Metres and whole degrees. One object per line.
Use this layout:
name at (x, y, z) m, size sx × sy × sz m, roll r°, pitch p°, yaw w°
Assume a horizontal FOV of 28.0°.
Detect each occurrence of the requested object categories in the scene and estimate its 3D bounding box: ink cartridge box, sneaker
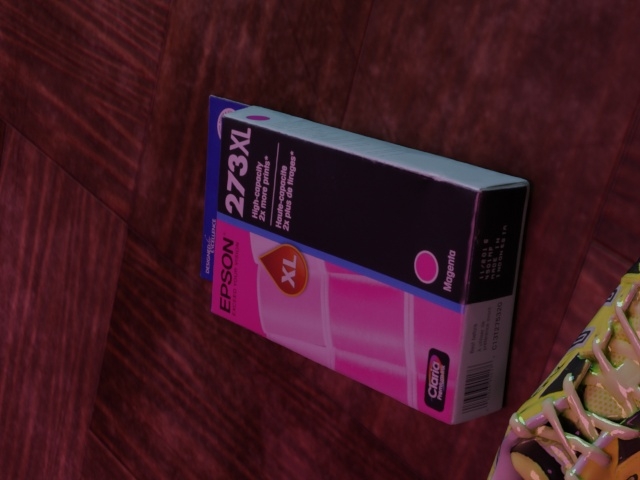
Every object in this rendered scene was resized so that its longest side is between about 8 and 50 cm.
ink cartridge box at (0.000, 0.000, 1.029) m, size 0.371 × 0.069 × 0.176 m, roll 21°, pitch 113°, yaw 47°
sneaker at (0.200, 0.102, 0.759) m, size 0.145 × 0.147 × 0.385 m, roll 44°, pitch 126°, yaw 36°
